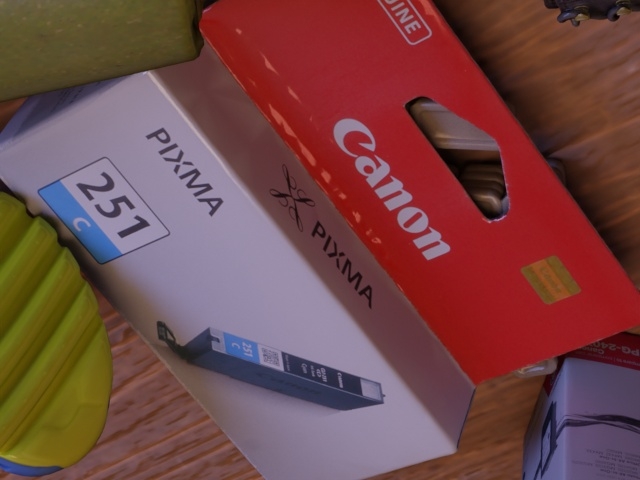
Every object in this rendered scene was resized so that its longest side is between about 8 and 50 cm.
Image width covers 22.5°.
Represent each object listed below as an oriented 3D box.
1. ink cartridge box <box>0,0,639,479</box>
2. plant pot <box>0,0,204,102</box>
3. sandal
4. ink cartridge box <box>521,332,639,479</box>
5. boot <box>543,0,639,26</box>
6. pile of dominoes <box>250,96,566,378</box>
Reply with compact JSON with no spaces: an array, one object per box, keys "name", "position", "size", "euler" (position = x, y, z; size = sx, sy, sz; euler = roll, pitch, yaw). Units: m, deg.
[{"name":"ink cartridge box","position":[0.000,0.000,0.906],"size":[0.261,0.066,0.296],"euler":[-23,117,34]},{"name":"plant pot","position":[-0.186,-0.162,0.748],"size":[0.254,0.276,0.276],"euler":[-4,127,0]},{"name":"sandal","position":[-0.246,0.011,0.933],"size":[0.317,0.126,0.138],"euler":[46,154,3]},{"name":"ink cartridge box","position":[0.161,0.141,0.962],"size":[0.063,0.150,0.109],"euler":[13,128,0]},{"name":"boot","position":[0.223,-0.141,0.791],"size":[0.229,0.091,0.263],"euler":[-9,121,23]},{"name":"pile of dominoes","position":[0.020,-0.011,0.960],"size":[0.251,0.040,0.196],"euler":[4,128,18]}]
